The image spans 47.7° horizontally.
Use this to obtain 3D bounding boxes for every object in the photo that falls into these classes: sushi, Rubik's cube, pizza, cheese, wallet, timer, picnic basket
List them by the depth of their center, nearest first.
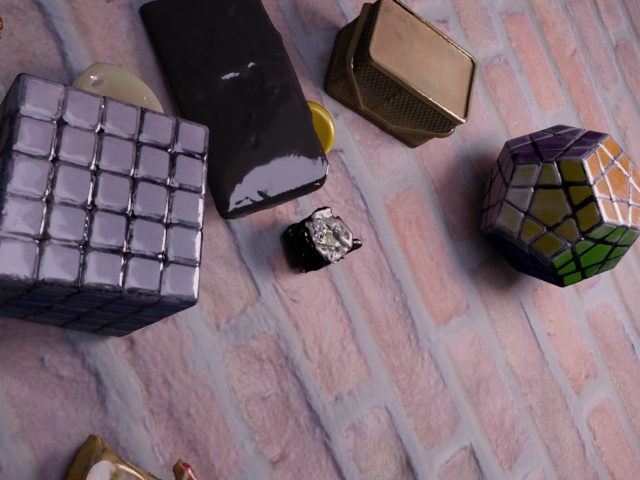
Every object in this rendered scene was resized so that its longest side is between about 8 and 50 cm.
[{"bbox_3d":[-0.290,-0.028,0.875,0.237,0.237,0.238,13,68,-31],"label":"Rubik's cube"},{"bbox_3d":[-0.200,0.379,0.927,0.297,0.071,0.189,35,58,-23],"label":"pizza"},{"bbox_3d":[-0.263,-0.151,1.042,0.227,0.064,0.137,42,57,-20],"label":"cheese"},{"bbox_3d":[-0.128,-0.231,1.120,0.197,0.051,0.378,-20,82,-14],"label":"wallet"},{"bbox_3d":[-0.001,0.000,1.173,0.098,0.084,0.094,-29,90,-42],"label":"sushi"},{"bbox_3d":[-0.029,-0.174,1.186,0.107,0.107,0.109,48,14,-15],"label":"timer"},{"bbox_3d":[0.148,-0.305,1.333,0.266,0.139,0.165,27,62,-27],"label":"picnic basket"},{"bbox_3d":[0.465,-0.069,1.412,0.319,0.319,0.264,44,81,-18],"label":"Rubik's cube"}]

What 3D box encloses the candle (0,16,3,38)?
[{"bbox_3d":[-0.465,-0.319,0.953,0.131,0.052,0.052,53,54,-12],"label":"candle"}]
